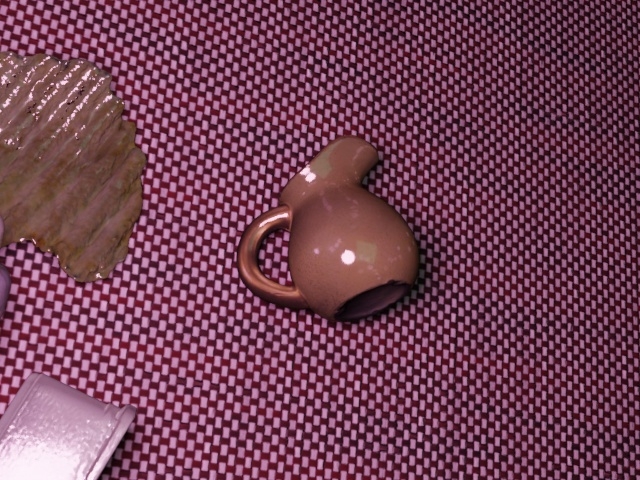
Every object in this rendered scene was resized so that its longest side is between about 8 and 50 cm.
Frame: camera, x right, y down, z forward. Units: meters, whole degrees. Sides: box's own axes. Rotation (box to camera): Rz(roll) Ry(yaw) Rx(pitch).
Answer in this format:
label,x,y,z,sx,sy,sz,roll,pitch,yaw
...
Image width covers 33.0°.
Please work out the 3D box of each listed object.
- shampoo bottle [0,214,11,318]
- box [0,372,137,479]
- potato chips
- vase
label,x,y,z,sx,sy,sz,roll,pitch,yaw
shampoo bottle,-0.636,0.069,1.616,0.322,0.322,0.317,17,91,-19
box,-0.446,0.366,1.702,0.182,0.175,0.312,30,64,-3
potato chips,-0.479,-0.135,1.882,0.373,0.097,0.389,17,71,-21
vase,0.000,0.000,2.007,0.329,0.241,0.302,-21,69,-2
